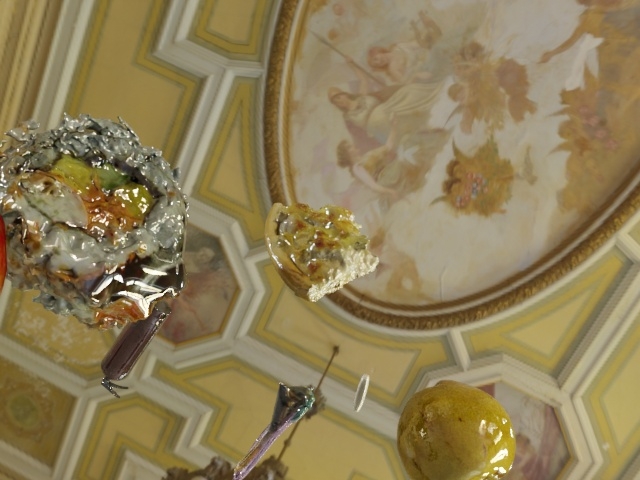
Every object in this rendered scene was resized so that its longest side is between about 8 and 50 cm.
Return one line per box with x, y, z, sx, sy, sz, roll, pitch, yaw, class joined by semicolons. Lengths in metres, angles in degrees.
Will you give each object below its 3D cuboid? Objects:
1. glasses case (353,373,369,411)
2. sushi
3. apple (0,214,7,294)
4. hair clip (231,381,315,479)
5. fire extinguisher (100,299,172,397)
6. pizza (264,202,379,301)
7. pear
0.089;0.332;1.400;0.021;0.032;0.083;16;-90;12;glasses case
-0.420;-0.045;1.166;0.176;0.417;0.417;-34;-86;36;sushi
-0.552;0.024;0.867;0.179;0.254;0.345;3;-74;3;apple
-0.122;0.459;1.538;0.096;0.110;0.358;11;-56;-31;hair clip
-0.433;0.249;1.482;0.089;0.072;0.267;30;-76;-24;fire extinguisher
0.000;0.000;1.335;0.223;0.323;0.089;-8;-53;-12;pizza
0.236;0.351;1.147;0.209;0.209;0.208;3;-75;13;pear
